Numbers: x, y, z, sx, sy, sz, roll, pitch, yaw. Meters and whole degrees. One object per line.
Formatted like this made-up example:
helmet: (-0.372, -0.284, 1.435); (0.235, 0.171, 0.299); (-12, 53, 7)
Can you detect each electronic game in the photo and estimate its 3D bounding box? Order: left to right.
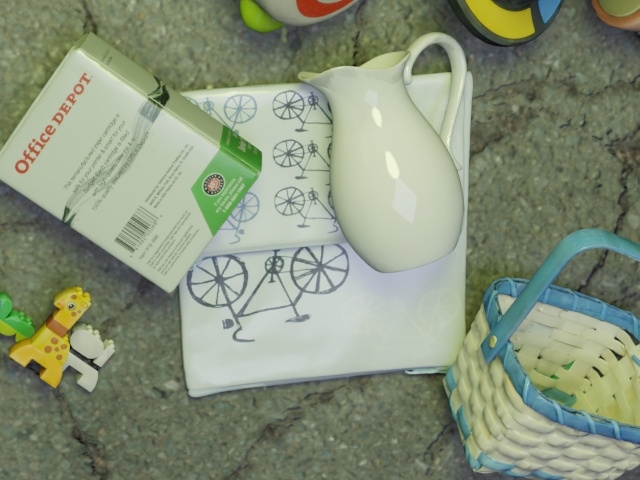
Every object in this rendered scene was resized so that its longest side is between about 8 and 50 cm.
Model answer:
electronic game: (0.176, -0.298, 1.540); (0.229, 0.048, 0.229); (-6, 97, -48)

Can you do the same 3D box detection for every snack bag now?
snack bag: (0.000, 0.000, 1.668); (0.323, 0.037, 0.342); (-5, 111, -12)

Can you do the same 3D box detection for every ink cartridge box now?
ink cartridge box: (-0.181, -0.075, 1.543); (0.208, 0.087, 0.153); (36, 105, -11)

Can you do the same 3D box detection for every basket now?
basket: (0.273, 0.115, 1.665); (0.255, 0.201, 0.289); (18, 130, -30)

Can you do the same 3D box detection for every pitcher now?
pitcher: (0.085, -0.088, 1.584); (0.178, 0.125, 0.207); (-22, 102, -23)

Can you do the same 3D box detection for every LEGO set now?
LEGO set: (-0.281, 0.064, 1.596); (0.227, 0.087, 0.093); (39, 97, -24)

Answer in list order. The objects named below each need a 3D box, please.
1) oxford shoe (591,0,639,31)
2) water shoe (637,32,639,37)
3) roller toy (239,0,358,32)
oxford shoe: (0.390, -0.379, 1.582); (0.146, 0.140, 0.397); (16, 100, -35)
water shoe: (0.397, -0.153, 1.689); (0.203, 0.073, 0.080); (30, 102, -21)
roller toy: (-0.012, -0.305, 1.463); (0.209, 0.191, 0.146); (-40, 72, -13)
